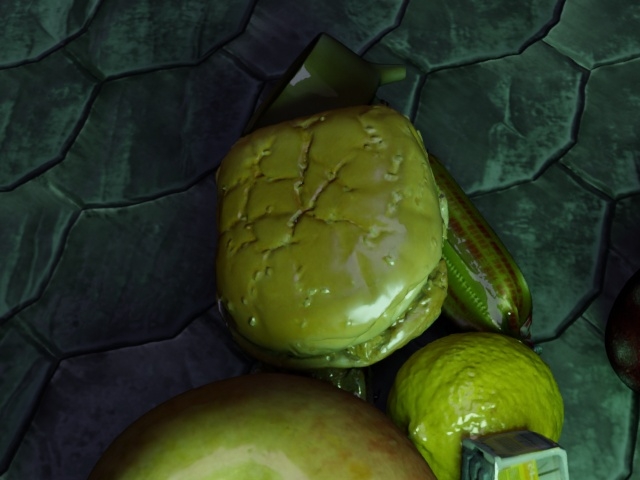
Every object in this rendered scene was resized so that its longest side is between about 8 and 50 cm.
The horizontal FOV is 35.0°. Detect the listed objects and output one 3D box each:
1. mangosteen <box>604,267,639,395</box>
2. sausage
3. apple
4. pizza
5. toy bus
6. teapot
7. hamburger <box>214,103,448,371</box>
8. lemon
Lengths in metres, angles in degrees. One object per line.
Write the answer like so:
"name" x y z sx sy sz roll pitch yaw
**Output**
"mangosteen" 0.412 0.129 1.121 0.194 0.194 0.230 -8 82 -5
"sausage" 0.172 0.030 1.215 0.117 0.125 0.317 -31 61 -9
"apple" -0.055 0.290 0.919 0.364 0.364 0.364 0 56 1
"pizza" 0.013 0.164 1.161 0.154 0.069 0.194 -21 57 -14
"toy bus" 0.191 0.318 0.966 0.106 0.092 0.268 -9 97 -14
"teapot" 0.006 -0.137 1.315 0.175 0.185 0.268 37 94 -9
"hamburger" 0.000 0.000 1.130 0.318 0.158 0.319 -12 59 20
"lemon" 0.163 0.185 1.079 0.180 0.180 0.193 23 29 16
